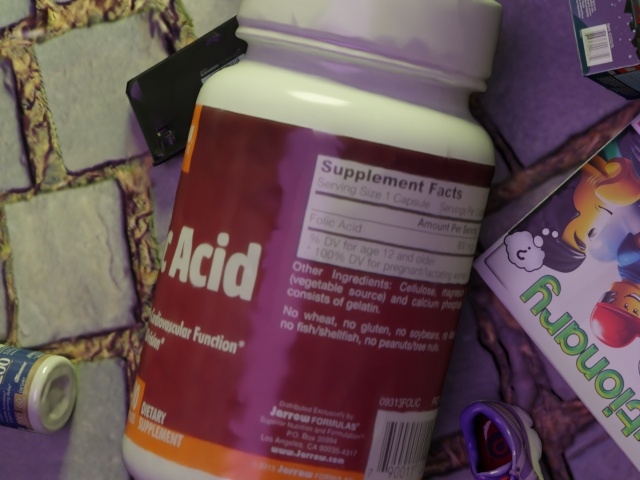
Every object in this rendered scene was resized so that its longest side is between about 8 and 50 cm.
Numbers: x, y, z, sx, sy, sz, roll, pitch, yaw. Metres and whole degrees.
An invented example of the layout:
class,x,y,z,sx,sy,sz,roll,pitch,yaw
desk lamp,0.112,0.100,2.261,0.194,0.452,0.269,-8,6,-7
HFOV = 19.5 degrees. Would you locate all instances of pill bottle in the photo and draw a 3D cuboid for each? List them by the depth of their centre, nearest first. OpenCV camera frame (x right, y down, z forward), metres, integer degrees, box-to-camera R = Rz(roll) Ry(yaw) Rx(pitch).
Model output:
class,x,y,z,sx,sy,sz,roll,pitch,yaw
pill bottle,0.000,0.000,1.358,0.224,0.224,0.392,14,93,22
pill bottle,-0.270,0.120,1.548,0.120,0.067,0.067,9,92,22

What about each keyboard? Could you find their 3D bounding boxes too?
class,x,y,z,sx,sy,sz,roll,pitch,yaw
keyboard,-0.068,-0.121,1.499,0.180,0.023,0.108,-29,72,20

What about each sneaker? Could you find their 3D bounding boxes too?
class,x,y,z,sx,sy,sz,roll,pitch,yaw
sneaker,0.139,0.196,1.364,0.068,0.071,0.170,-32,65,20

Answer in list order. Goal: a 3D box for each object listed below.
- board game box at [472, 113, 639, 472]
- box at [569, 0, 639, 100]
class,x,y,z,sx,sy,sz,roll,pitch,yaw
board game box,0.277,0.070,1.336,0.193,0.053,0.305,-43,74,16
box,0.203,-0.224,1.317,0.044,0.159,0.233,-11,85,20
